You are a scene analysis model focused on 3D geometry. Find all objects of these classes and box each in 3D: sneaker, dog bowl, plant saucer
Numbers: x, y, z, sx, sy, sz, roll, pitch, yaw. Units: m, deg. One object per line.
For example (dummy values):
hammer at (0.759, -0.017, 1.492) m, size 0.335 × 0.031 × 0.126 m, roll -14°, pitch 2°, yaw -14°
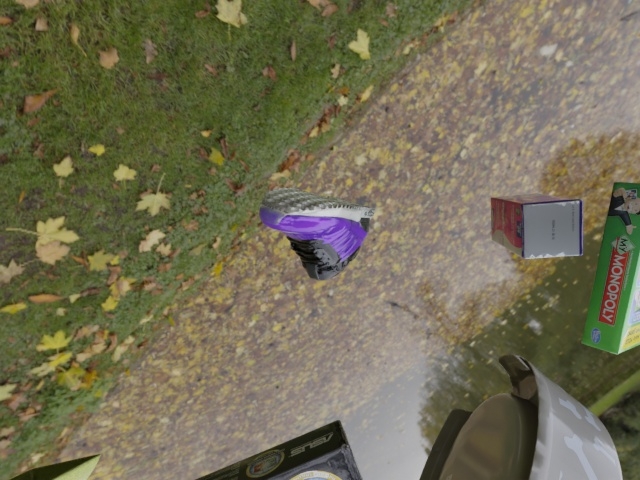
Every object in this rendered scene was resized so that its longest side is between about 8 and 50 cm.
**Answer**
sneaker at (0.001, 0.000, 0.692) m, size 0.293 × 0.102 × 0.145 m, roll 0°, pitch 109°, yaw -59°
dog bowl at (0.208, 0.315, 0.498) m, size 0.348 × 0.102 × 0.348 m, roll -58°, pitch 168°, yaw -20°
plant saucer at (-0.545, 0.469, 0.769) m, size 0.189 × 0.045 × 0.188 m, roll -18°, pitch 170°, yaw 14°

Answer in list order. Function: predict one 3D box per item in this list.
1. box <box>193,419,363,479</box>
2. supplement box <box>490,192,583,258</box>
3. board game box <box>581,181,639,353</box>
box at (-0.062, 0.345, 0.433) m, size 0.270 × 0.060 × 0.216 m, roll -20°, pitch 95°, yaw -5°
supplement box at (0.456, -0.038, 0.904) m, size 0.114 × 0.220 × 0.111 m, roll -4°, pitch 98°, yaw 8°
board game box at (0.489, 0.035, 0.612) m, size 0.318 × 0.046 × 0.213 m, roll 0°, pitch 99°, yaw -38°
